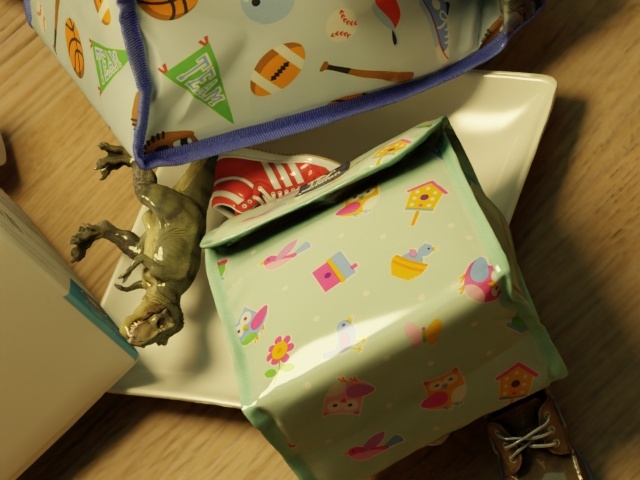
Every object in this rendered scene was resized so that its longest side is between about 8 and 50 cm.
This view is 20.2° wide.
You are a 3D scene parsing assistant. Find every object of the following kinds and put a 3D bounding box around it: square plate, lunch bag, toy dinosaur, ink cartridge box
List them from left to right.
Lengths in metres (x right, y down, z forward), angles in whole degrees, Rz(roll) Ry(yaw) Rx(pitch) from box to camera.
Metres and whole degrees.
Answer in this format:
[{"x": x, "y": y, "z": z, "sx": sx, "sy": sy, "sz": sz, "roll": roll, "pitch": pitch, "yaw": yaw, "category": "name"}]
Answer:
[{"x": -0.326, "y": 0.046, "z": 1.489, "sx": 0.197, "sy": 0.198, "sz": 0.270, "roll": -44, "pitch": 42, "yaw": -2, "category": "ink cartridge box"}, {"x": -0.142, "y": -0.022, "z": 1.514, "sx": 0.118, "sy": 0.064, "sz": 0.268, "roll": 13, "pitch": 60, "yaw": 9, "category": "toy dinosaur"}, {"x": -0.038, "y": -0.257, "z": 1.543, "sx": 0.385, "sy": 0.239, "sz": 0.328, "roll": -13, "pitch": 36, "yaw": -19, "category": "lunch bag"}, {"x": 0.000, "y": 0.000, "z": 1.510, "sx": 0.344, "sy": 0.049, "sz": 0.347, "roll": 7, "pitch": 62, "yaw": 26, "category": "square plate"}, {"x": 0.035, "y": 0.027, "z": 1.352, "sx": 0.223, "sy": 0.160, "sz": 0.262, "roll": -28, "pitch": 42, "yaw": 9, "category": "lunch bag"}]

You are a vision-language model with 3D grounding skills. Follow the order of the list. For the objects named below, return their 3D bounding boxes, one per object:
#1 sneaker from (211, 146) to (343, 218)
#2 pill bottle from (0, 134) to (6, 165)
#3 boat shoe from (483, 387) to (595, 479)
[{"x": -0.033, "y": -0.038, "z": 1.486, "sx": 0.118, "sy": 0.042, "sz": 0.067, "roll": 8, "pitch": 66, "yaw": 11, "category": "sneaker"}, {"x": -0.429, "y": -0.055, "z": 1.663, "sx": 0.264, "sy": 0.146, "sz": 0.146, "roll": -26, "pitch": 53, "yaw": 5, "category": "pill bottle"}, {"x": 0.153, "y": 0.147, "z": 1.338, "sx": 0.066, "sy": 0.066, "sz": 0.183, "roll": -26, "pitch": 52, "yaw": 5, "category": "boat shoe"}]
